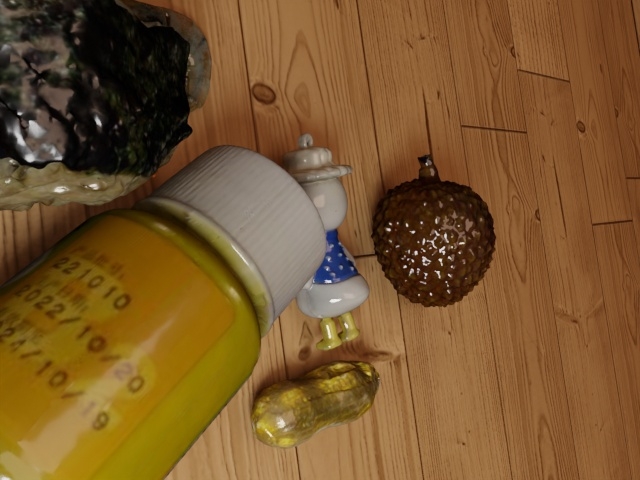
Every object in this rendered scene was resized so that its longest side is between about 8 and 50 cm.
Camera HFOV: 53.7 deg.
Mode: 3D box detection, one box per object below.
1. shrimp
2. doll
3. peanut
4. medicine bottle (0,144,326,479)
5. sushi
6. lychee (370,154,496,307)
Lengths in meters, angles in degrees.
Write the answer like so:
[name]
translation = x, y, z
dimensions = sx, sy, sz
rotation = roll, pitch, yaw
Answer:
[shrimp]
translation = -0.211, -0.217, 0.758
dimensions = 0.195, 0.035, 0.147
rotation = 3, 83, -44
[doll]
translation = 0.000, 0.000, 0.864
dimensions = 0.138, 0.119, 0.292
rotation = -18, 101, -51
[peanut]
translation = -0.003, 0.213, 0.837
dimensions = 0.207, 0.087, 0.087
rotation = -11, 90, -41
[medicine bottle]
translation = -0.172, 0.083, 0.609
dimensions = 0.384, 0.224, 0.224
rotation = -48, 114, -35
[sushi]
translation = -0.223, -0.115, 0.546
dimensions = 0.211, 0.350, 0.170
rotation = -2, 99, -5
[lychee]
translation = 0.174, -0.013, 0.969
dimensions = 0.200, 0.200, 0.238
rotation = -10, 101, -43
